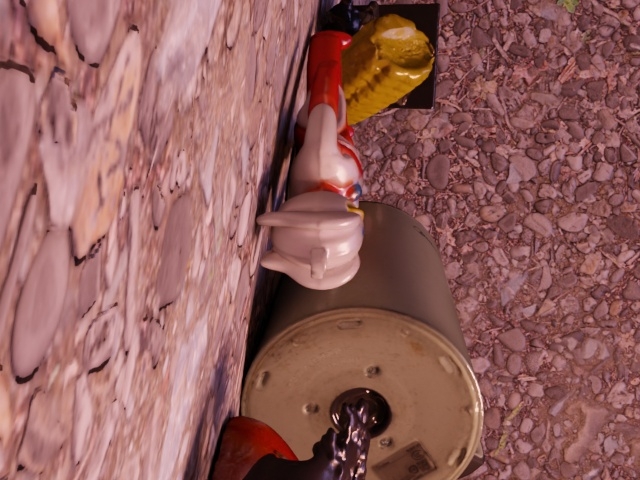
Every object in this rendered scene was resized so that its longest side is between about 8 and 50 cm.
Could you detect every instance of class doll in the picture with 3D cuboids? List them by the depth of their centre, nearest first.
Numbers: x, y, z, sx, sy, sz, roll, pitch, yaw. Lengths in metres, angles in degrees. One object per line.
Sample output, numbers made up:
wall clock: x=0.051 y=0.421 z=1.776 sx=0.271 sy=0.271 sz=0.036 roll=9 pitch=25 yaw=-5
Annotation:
doll: x=0.004 y=-0.085 z=0.952 sx=0.384 sy=0.099 sz=0.188 roll=-82 pitch=170 yaw=-53

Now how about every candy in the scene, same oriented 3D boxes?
candy: x=0.053 y=-0.205 z=1.164 sx=0.199 sy=0.106 sz=0.094 roll=-36 pitch=-127 yaw=48

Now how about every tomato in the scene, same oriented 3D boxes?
tomato: x=-0.058 y=0.287 z=0.842 sx=0.228 sy=0.101 sz=0.228 roll=11 pitch=90 yaw=-85

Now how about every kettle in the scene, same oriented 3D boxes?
kettle: x=0.087 y=0.151 z=1.098 sx=0.250 sy=0.361 sz=0.377 roll=-39 pitch=-165 yaw=17

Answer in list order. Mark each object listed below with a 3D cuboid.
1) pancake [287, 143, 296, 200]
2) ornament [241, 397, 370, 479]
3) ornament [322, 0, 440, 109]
pancake: x=-0.027 y=-0.081 z=1.106 sx=0.108 sy=0.017 sz=0.108 roll=9 pitch=90 yaw=-87
ornament: x=-0.022 y=0.269 z=0.707 sx=0.260 sy=0.106 sz=0.251 roll=-57 pitch=153 yaw=-51
ornament: x=0.057 y=-0.271 z=1.226 sx=0.196 sy=0.166 sz=0.153 roll=0 pitch=94 yaw=-67
